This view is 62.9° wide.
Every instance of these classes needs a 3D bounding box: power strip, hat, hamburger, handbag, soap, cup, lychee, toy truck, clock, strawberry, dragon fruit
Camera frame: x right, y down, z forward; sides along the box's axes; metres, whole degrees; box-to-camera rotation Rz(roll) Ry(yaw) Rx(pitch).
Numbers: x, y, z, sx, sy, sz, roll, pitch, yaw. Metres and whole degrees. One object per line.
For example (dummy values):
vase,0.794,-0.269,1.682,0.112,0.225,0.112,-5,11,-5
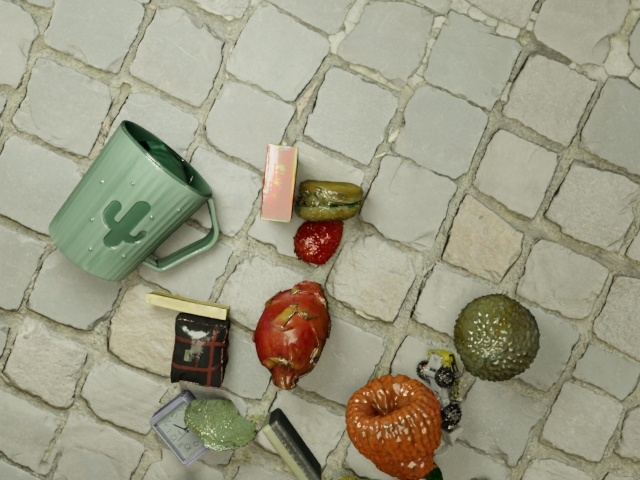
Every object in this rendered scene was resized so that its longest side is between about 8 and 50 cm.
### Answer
power strip,-0.086,0.659,1.640,0.070,0.105,0.257,-36,93,2
hat,0.243,0.619,1.619,0.285,0.285,0.400,-16,120,0
hamburger,0.032,-0.116,1.566,0.215,0.189,0.122,0,100,-12
handbag,-0.362,0.334,1.592,0.169,0.155,0.216,6,94,-8
soap,-0.408,0.198,1.615,0.251,0.092,0.037,12,88,-2
cup,-0.509,-0.081,1.500,0.401,0.310,0.392,43,97,-1
lychee,0.525,0.292,1.569,0.255,0.274,0.255,6,103,27
toy truck,0.390,0.483,1.633,0.111,0.136,0.286,-11,95,-21
clock,-0.423,0.590,1.646,0.144,0.073,0.193,-38,94,0
strawberry,0.000,0.000,1.629,0.187,0.082,0.147,-36,100,-4
dragon fruit,-0.085,0.276,1.560,0.250,0.250,0.315,7,95,-2

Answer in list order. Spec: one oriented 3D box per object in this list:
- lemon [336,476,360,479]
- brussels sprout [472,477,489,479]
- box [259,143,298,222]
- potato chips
lemon,0.088,0.830,1.620,0.173,0.173,0.206,6,100,-2
brussels sprout,0.524,0.806,1.690,0.085,0.058,0.085,0,90,-18
box,-0.114,-0.156,1.492,0.089,0.313,0.198,5,93,-2
potato chips,-0.307,0.558,1.610,0.228,0.167,0.059,42,134,-2
